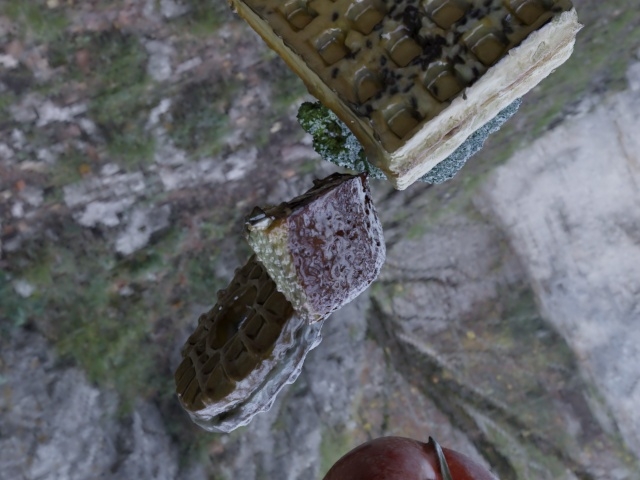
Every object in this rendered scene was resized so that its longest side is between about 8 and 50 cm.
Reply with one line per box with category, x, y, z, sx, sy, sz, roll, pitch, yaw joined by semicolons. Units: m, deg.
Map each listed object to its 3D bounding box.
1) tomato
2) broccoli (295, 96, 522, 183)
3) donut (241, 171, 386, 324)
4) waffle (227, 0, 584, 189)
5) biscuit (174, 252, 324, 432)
tomato;0.104;0.353;1.121;0.227;0.270;0.270;-60;167;24
broccoli;0.120;-0.238;1.407;0.321;0.303;0.283;-7;-146;-26
donut;0.005;0.000;0.982;0.144;0.126;0.186;-23;-172;-8
waffle;0.059;-0.260;1.085;0.261;0.376;0.114;-38;155;-3
biscuit;-0.106;0.144;1.573;0.332;0.103;0.332;-44;-157;24
